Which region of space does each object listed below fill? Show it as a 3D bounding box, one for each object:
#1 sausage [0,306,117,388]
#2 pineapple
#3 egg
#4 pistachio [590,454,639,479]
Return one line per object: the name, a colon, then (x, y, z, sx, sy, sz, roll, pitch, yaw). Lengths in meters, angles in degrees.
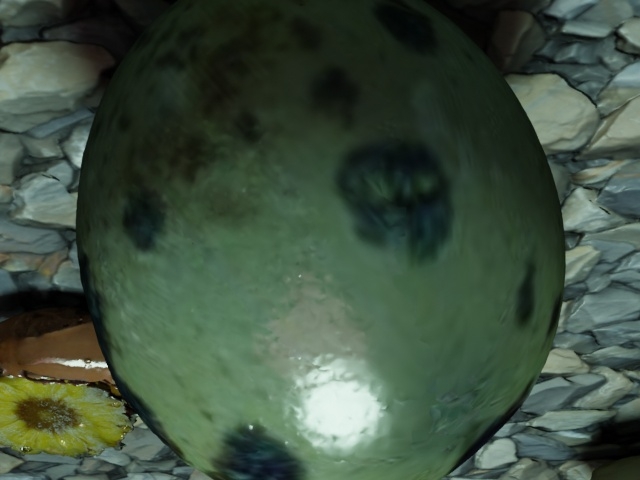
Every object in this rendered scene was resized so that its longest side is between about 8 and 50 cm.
sausage: (-0.166, 0.118, 1.449, 0.327, 0.079, 0.087, 12, 130, -22)
pineapple: (-0.295, 0.176, 1.569, 0.221, 0.047, 0.221, 1, 144, 0)
egg: (0.000, 0.000, 1.027, 0.345, 0.345, 0.428, -4, 143, 3)
pistachio: (0.484, 0.407, 1.686, 0.445, 0.365, 0.281, 24, 108, -24)
